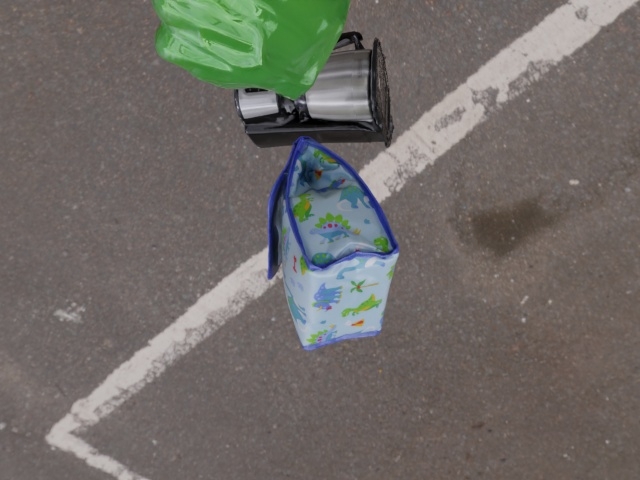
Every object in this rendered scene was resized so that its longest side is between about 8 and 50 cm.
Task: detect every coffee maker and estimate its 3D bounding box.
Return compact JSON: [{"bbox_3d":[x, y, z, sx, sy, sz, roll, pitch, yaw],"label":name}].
[{"bbox_3d":[-0.004,-0.168,0.710,0.178,0.120,0.171,0,142,14],"label":"coffee maker"}]

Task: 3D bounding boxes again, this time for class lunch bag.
[{"bbox_3d":[0.000,0.000,0.501,0.096,0.151,0.128,-9,141,-13],"label":"lunch bag"}]

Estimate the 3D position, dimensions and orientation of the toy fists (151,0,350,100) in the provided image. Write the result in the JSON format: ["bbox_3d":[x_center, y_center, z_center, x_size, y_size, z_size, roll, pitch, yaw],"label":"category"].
[{"bbox_3d":[-0.030,-0.244,0.392,0.142,0.096,0.279,14,113,-42],"label":"toy fists"}]
